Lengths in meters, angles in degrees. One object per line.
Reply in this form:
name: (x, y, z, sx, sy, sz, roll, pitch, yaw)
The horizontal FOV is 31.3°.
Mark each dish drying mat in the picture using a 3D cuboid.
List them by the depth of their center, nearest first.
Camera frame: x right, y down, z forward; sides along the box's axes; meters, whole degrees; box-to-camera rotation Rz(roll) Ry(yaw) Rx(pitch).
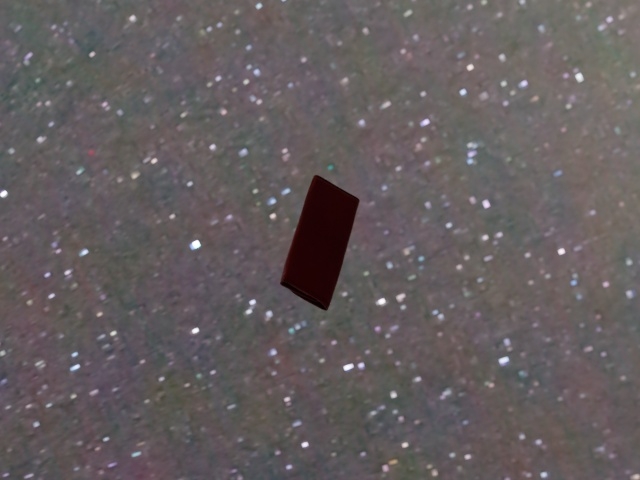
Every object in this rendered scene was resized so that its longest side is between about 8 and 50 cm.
dish drying mat: (0.000, 0.000, 0.628, 0.032, 0.008, 0.083, 29, -134, -13)
